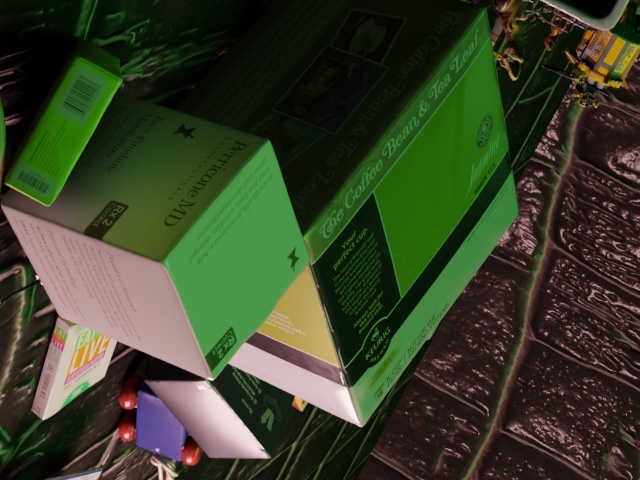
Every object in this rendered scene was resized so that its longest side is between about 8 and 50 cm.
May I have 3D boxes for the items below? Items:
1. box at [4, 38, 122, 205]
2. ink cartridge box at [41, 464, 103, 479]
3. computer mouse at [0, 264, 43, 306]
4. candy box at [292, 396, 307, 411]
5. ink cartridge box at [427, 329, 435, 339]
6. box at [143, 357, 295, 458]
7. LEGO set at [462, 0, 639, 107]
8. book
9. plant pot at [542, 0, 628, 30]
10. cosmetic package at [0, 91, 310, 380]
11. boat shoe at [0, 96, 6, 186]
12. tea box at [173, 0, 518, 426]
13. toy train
[{"bbox_3d":[-0.193,-0.094,1.229,0.109,0.042,0.178,-60,-168,6],"label":"box"},{"bbox_3d":[-0.345,0.342,1.789,0.224,0.045,0.223,-60,168,3],"label":"ink cartridge box"},{"bbox_3d":[-0.260,0.031,1.420,0.242,0.041,0.071,-40,151,-35],"label":"computer mouse"},{"bbox_3d":[-0.061,0.177,2.321,0.053,0.109,0.187,-55,166,-14],"label":"candy box"},{"bbox_3d":[0.083,0.064,2.383,0.086,0.203,0.148,-61,167,13],"label":"ink cartridge box"},{"bbox_3d":[-0.102,0.143,1.854,0.156,0.093,0.158,56,43,-38],"label":"box"},{"bbox_3d":[0.259,-0.261,2.115,0.255,0.331,0.192,-78,-166,-63],"label":"LEGO set"},{"bbox_3d":[-0.247,0.109,1.656,0.096,0.035,0.144,-39,159,-45],"label":"book"},{"bbox_3d":[0.294,-0.437,1.954,0.252,0.248,0.247,-69,-175,-68],"label":"plant pot"},{"bbox_3d":[-0.135,-0.007,1.357,0.151,0.183,0.151,-52,143,-29],"label":"cosmetic package"},{"bbox_3d":[-0.257,-0.059,1.164,0.049,0.056,0.152,-9,127,-25],"label":"boat shoe"},{"bbox_3d":[0.018,-0.051,1.658,0.329,0.220,0.323,-51,148,-27],"label":"tea box"},{"bbox_3d":[-0.176,0.202,2.007,0.248,0.105,0.143,102,11,-57],"label":"toy train"}]
